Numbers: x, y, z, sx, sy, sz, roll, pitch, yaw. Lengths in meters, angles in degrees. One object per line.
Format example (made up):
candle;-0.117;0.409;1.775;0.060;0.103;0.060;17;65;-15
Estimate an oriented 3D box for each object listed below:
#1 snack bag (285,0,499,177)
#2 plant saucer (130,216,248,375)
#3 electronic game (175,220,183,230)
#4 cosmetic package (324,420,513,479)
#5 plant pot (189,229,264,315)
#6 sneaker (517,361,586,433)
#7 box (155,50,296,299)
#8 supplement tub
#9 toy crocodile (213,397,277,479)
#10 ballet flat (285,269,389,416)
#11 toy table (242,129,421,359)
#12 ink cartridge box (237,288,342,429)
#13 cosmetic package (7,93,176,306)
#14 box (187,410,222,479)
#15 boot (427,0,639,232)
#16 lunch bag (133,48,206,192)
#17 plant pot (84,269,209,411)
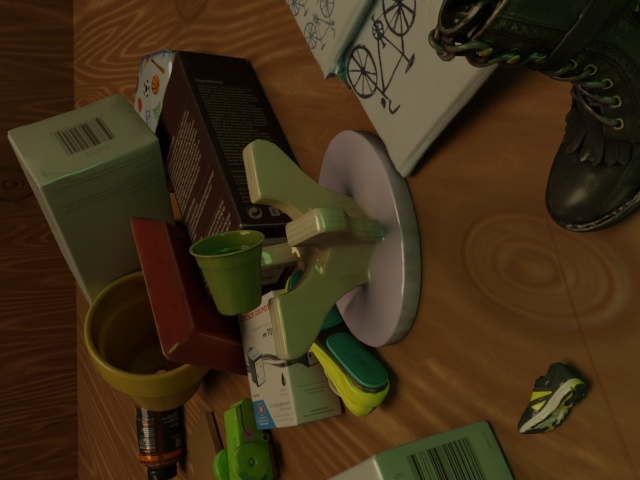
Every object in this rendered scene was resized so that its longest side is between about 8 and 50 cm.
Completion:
snack bag;0.056;-0.259;0.583;0.342;0.037;0.323;63;157;12
plant saucer;-0.182;0.090;0.973;0.048;0.258;0.259;-34;59;15
electronic game;-0.355;0.063;1.387;0.229;0.048;0.229;8;100;58
cosmetic package;0.092;0.295;0.593;0.183;0.151;0.151;-52;51;48
plant pot;-0.096;0.038;0.655;0.083;0.083;0.079;21;125;56
sneaker;0.203;0.142;0.523;0.083;0.031;0.035;-62;30;34
box;-0.152;-0.113;0.965;0.191;0.143;0.381;-58;48;44
supplement tub;-0.394;0.479;1.432;0.106;0.106;0.197;-12;82;58
toy crocodile;-0.108;0.439;0.989;0.115;0.105;0.340;-45;51;50
ballet flat;0.011;0.138;0.786;0.231;0.077;0.077;52;141;40
toy table;0.000;0.000;0.709;0.252;0.161;0.274;-42;59;51
ink cartridge box;-0.051;0.177;0.880;0.140;0.082;0.190;-33;66;54
cosmetic package;-0.410;-0.061;1.128;0.156;0.217;0.385;49;151;26
box;-0.236;0.495;1.259;0.164;0.021;0.201;-59;45;42
boot;0.159;-0.118;0.374;0.091;0.229;0.263;51;133;43
lunch bag;-0.307;-0.239;1.226;0.243;0.115;0.303;16;106;53
plant pot;-0.330;0.226;1.199;0.239;0.254;0.254;101;149;-48
